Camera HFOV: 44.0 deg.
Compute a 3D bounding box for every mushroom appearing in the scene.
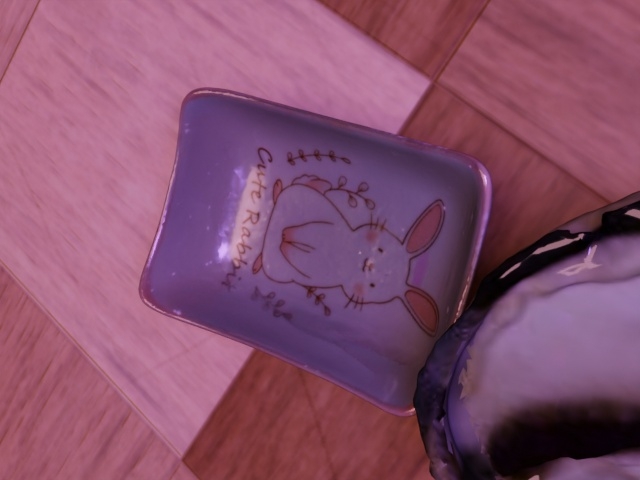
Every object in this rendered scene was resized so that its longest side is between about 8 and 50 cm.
[{"bbox_3d":[0.224,0.089,0.359,0.344,0.130,0.248,4,113,32],"label":"mushroom"}]

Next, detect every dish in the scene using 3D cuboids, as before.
[{"bbox_3d":[0.000,0.000,0.498,0.212,0.077,0.151,19,98,26],"label":"dish"}]
